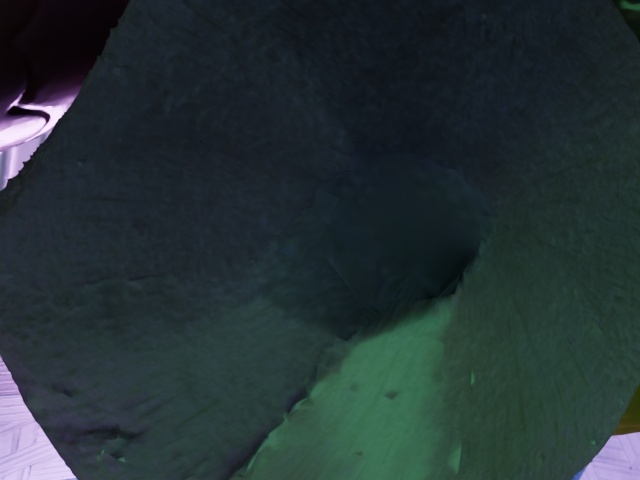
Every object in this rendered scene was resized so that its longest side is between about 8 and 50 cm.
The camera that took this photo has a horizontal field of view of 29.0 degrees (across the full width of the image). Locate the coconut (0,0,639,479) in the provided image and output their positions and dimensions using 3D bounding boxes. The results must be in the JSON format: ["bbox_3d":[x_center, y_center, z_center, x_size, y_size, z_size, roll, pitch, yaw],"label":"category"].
[{"bbox_3d":[0.000,0.000,0.565,0.297,0.297,0.309,-17,178,-12],"label":"coconut"}]

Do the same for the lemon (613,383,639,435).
[{"bbox_3d":[0.189,-0.022,0.837,0.336,0.336,0.336,-19,161,-7],"label":"lemon"}]

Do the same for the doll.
[{"bbox_3d":[-0.173,-0.095,0.602,0.211,0.093,0.262,-18,164,-21],"label":"doll"}]

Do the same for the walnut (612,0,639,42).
[{"bbox_3d":[0.173,-0.190,0.613,0.230,0.178,0.178,-27,163,-16],"label":"walnut"}]
